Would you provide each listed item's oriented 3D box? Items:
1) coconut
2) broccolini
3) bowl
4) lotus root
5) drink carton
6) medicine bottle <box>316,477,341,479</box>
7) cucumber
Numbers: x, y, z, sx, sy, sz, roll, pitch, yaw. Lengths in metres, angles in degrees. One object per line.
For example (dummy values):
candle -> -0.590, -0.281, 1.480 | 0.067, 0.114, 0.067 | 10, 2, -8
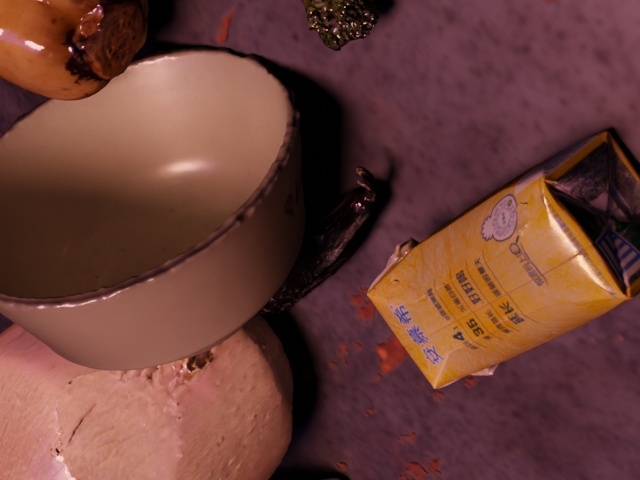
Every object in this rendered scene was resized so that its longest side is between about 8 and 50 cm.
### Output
coconut -> -0.138, 0.132, 0.716 | 0.224, 0.234, 0.224 | 23, 133, 26
broccolini -> -0.051, -0.177, 0.545 | 0.218, 0.042, 0.044 | 44, 140, 13
bowl -> -0.098, -0.006, 0.609 | 0.211, 0.211, 0.112 | 19, 144, 35
lotus root -> -0.189, -0.168, 0.630 | 0.221, 0.125, 0.118 | 38, -178, 25
drink carton -> 0.082, 0.023, 0.540 | 0.084, 0.074, 0.200 | 52, 141, 1
medicine bottle -> -0.070, 0.249, 0.828 | 0.229, 0.121, 0.083 | -25, 100, 52
cucumber -> 0.000, 0.000, 0.636 | 0.163, 0.043, 0.039 | -42, 44, 49
